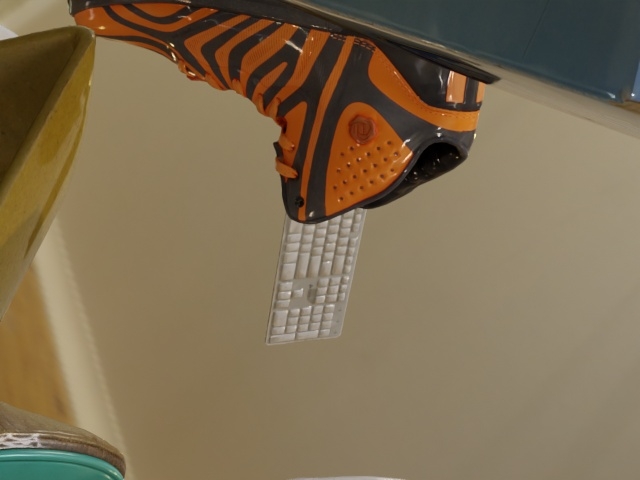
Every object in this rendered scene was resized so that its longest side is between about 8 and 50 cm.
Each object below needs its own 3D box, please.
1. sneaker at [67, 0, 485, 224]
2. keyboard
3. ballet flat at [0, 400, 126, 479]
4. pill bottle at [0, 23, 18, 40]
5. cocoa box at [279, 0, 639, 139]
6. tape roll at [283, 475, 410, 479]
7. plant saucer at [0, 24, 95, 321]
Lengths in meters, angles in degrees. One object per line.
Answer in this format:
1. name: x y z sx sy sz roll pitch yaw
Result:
1. sneaker: -0.039 -0.102 1.079 0.321 0.180 0.124 7 -165 32
2. keyboard: 0.000 0.000 1.349 0.072 0.256 0.014 -10 -133 -20
3. ballet flat: -0.293 0.156 1.015 0.342 0.116 0.124 -13 -135 -37
4. pill bottle: -0.323 -0.123 1.073 0.278 0.162 0.162 25 -116 36
5. cocoa box: 0.138 -0.149 0.546 0.347 0.228 0.231 34 -73 63
6. tape roll: -0.006 0.261 0.916 0.286 0.286 0.100 -28 -136 12
7. plant saucer: -0.287 0.044 0.840 0.333 0.081 0.332 -7 -136 29
